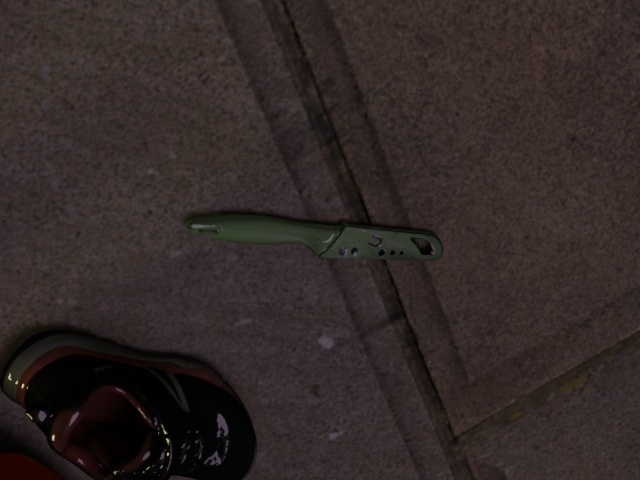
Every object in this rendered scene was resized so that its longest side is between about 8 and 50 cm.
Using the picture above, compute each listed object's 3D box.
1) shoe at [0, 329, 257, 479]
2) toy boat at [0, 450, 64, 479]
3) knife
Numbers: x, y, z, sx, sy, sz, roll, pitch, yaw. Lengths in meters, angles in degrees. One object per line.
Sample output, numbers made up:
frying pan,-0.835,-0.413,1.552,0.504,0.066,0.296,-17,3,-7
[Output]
shoe,-0.166,0.180,1.661,0.291,0.137,0.114,23,109,-36
toy boat,-0.302,0.308,1.685,0.133,0.145,0.332,-18,131,20
knife,-0.001,-0.001,1.703,0.293,0.020,0.043,3,116,-29
